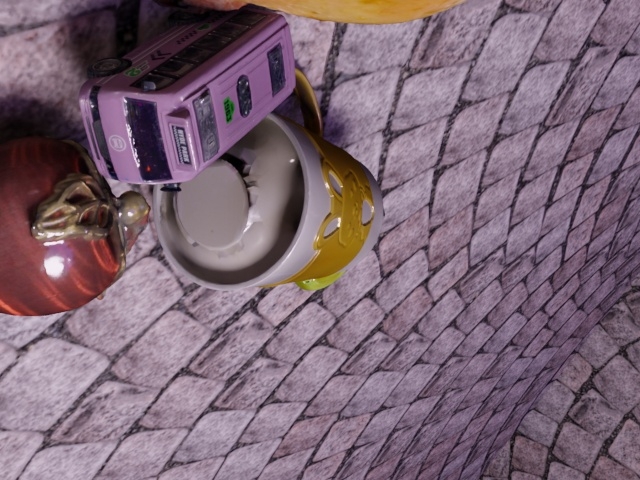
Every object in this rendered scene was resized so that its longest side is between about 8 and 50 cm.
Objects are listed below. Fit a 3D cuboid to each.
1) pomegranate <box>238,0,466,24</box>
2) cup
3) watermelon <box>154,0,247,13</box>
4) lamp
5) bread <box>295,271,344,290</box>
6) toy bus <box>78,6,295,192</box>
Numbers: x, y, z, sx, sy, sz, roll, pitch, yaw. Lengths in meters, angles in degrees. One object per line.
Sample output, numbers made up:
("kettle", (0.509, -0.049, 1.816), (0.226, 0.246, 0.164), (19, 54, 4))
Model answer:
("pomegranate", (0.007, -0.287, 0.427), (0.342, 0.342, 0.343), (-31, 147, -23))
("cup", (-0.039, -0.065, 0.881), (0.226, 0.185, 0.241), (9, 89, -60))
("watermelon", (-0.056, -0.269, 0.667), (0.256, 0.140, 0.193), (-32, 140, -8))
("lamp", (-0.257, -0.007, 0.676), (0.223, 0.151, 0.215), (-35, 144, -15))
("bread", (0.000, 0.000, 1.078), (0.130, 0.071, 0.139), (-45, 152, 4))
("toy bus", (-0.106, -0.126, 0.705), (0.199, 0.108, 0.096), (-50, 145, -45))
